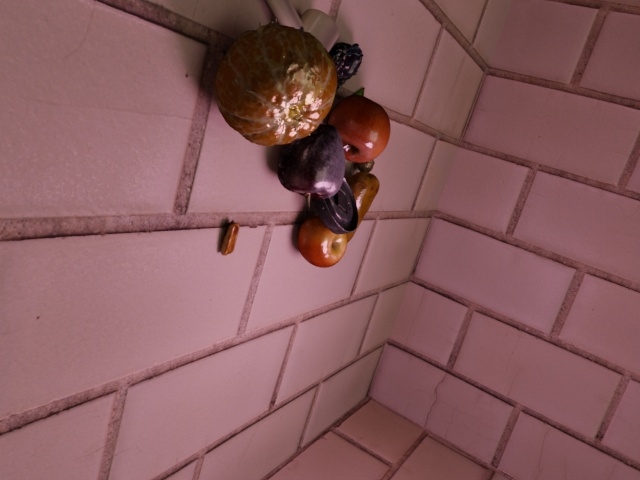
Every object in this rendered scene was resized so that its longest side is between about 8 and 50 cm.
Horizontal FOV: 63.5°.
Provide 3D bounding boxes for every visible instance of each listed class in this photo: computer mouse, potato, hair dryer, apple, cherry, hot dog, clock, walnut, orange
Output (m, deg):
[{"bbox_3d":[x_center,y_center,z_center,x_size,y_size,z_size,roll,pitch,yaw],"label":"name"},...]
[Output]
[{"bbox_3d":[0.078,-0.625,1.791,0.146,0.077,0.242,-55,165,26],"label":"computer mouse"},{"bbox_3d":[0.122,-0.130,2.234,0.176,0.195,0.369,20,105,-21],"label":"potato"},{"bbox_3d":[-0.090,-0.628,1.453,0.203,0.128,0.362,-59,146,-13],"label":"hair dryer"},{"bbox_3d":[0.000,0.000,2.078,0.210,0.173,0.235,-55,142,-32],"label":"apple"},{"bbox_3d":[-0.025,-0.253,1.758,0.255,0.218,0.296,11,97,-56],"label":"cherry"},{"bbox_3d":[-0.294,-0.009,1.667,0.056,0.041,0.133,-21,137,-56],"label":"hot dog"},{"bbox_3d":[0.056,-0.156,2.001,0.280,0.055,0.280,39,40,-44],"label":"clock"},{"bbox_3d":[0.197,-0.338,2.269,0.092,0.092,0.092,-43,146,-39],"label":"walnut"},{"bbox_3d":[0.146,-0.423,1.936,0.253,0.254,0.253,-43,146,-39],"label":"apple"},{"bbox_3d":[-0.117,-0.408,1.371,0.329,0.249,0.329,-15,152,-8],"label":"orange"}]

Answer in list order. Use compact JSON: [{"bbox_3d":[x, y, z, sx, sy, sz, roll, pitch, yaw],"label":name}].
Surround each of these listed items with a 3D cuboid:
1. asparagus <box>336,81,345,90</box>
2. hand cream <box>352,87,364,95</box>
[{"bbox_3d":[0.038,-0.537,1.854,0.236,0.027,0.034,-48,160,-32],"label":"asparagus"},{"bbox_3d":[0.143,-0.568,2.033,0.122,0.023,0.036,-45,147,-44],"label":"hand cream"}]
